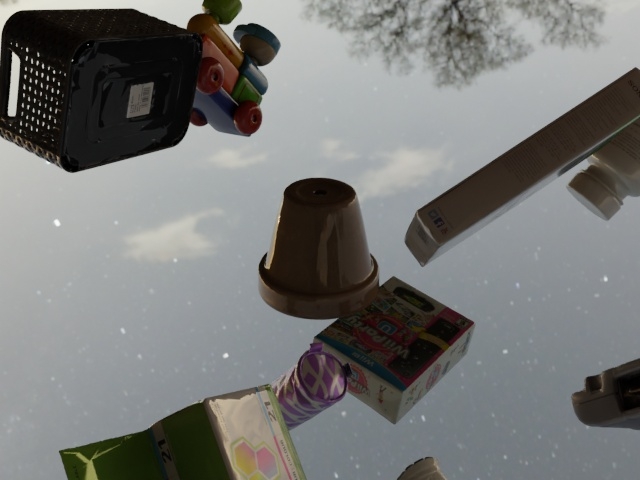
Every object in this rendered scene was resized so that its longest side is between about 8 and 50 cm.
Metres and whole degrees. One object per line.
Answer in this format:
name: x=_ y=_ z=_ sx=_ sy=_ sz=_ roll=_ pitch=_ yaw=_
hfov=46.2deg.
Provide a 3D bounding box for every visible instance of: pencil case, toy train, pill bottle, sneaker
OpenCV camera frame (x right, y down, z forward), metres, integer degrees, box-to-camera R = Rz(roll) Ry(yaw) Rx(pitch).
pencil case: x=-0.048 y=0.224 z=1.074 sx=0.086 sy=0.088 sz=0.206 roll=-5 pitch=153 yaw=-43
toy train: x=-0.142 y=-0.241 z=0.883 sx=0.105 sy=0.248 sz=0.143 roll=14 pitch=-108 yaw=34
pill bottle: x=0.571 y=-0.154 z=1.387 sx=0.229 sy=0.131 sz=0.131 roll=-49 pitch=-153 yaw=8
sneaker: x=0.162 y=0.581 z=1.598 sx=0.297 sy=0.111 sz=0.129 roll=-28 pitch=-130 yaw=-17

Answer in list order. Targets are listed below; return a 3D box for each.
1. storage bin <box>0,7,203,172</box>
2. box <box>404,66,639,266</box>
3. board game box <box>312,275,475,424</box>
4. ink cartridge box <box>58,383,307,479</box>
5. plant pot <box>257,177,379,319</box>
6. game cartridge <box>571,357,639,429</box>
storage bin: x=-0.204 y=-0.147 z=0.713 sx=0.084 sy=0.122 sz=0.180 roll=26 pitch=-153 yaw=21
box: x=0.262 y=-0.084 z=0.990 sx=0.322 sy=0.058 sz=0.232 roll=-32 pitch=172 yaw=-3
board game box: x=0.157 y=0.222 z=1.597 sx=0.224 sy=0.097 sz=0.303 roll=29 pitch=-141 yaw=26
ink cartridge box: x=-0.124 y=0.270 z=0.795 sx=0.097 sy=0.188 sz=0.255 roll=-29 pitch=164 yaw=24
plant pot: x=0.000 y=0.000 z=1.553 sx=0.263 sy=0.229 sz=0.263 roll=2 pitch=-152 yaw=-1
game cartridge: x=0.389 y=0.112 z=0.636 sx=0.196 sy=0.060 sz=0.294 roll=4 pitch=155 yaw=-27
